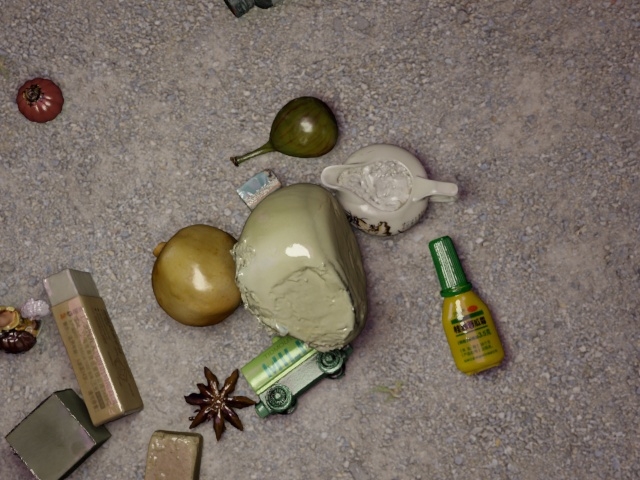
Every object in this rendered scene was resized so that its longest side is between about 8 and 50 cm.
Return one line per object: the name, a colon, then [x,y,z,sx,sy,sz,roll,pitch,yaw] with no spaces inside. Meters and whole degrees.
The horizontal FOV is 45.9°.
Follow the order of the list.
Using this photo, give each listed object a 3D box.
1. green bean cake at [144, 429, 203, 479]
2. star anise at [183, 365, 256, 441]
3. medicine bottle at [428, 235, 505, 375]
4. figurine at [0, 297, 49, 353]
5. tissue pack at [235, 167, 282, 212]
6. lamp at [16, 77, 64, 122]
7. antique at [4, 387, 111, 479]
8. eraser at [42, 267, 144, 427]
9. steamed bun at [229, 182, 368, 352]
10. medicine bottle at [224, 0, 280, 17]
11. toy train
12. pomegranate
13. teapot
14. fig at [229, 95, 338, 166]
green bean cake: [-0.323,0.509,1.653,0.109,0.085,0.179,6,84,4]
star anise: [-0.226,0.359,1.682,0.168,0.057,0.168,0,83,3]
medicine bottle: [0.312,0.140,1.681,0.111,0.076,0.309,-18,81,-1]
figurine: [-0.680,0.176,1.637,0.174,0.240,0.116,17,64,3]
tissue pack: [-0.137,-0.115,1.733,0.094,0.074,0.059,-38,80,-6]
lamp: [-0.656,-0.328,1.772,0.107,0.092,0.107,0,83,4]
antique: [-0.564,0.423,1.642,0.146,0.148,0.152,-42,84,-3]
eraser: [-0.502,0.232,1.668,0.078,0.144,0.343,-24,81,1]
steamed bun: [-0.045,0.054,1.583,0.233,0.312,0.334,-16,114,12]
medicine bottle: [-0.102,-0.641,1.766,0.293,0.141,0.141,-34,82,-3]
toy train: [-0.059,0.275,1.671,0.253,0.105,0.157,-37,69,-4]
pomegranate: [-0.258,0.079,1.644,0.233,0.233,0.233,0,82,2]
teapot: [0.158,-0.117,1.682,0.299,0.166,0.208,1,70,8]
fig: [-0.077,-0.221,1.731,0.259,0.151,0.151,-35,82,23]
